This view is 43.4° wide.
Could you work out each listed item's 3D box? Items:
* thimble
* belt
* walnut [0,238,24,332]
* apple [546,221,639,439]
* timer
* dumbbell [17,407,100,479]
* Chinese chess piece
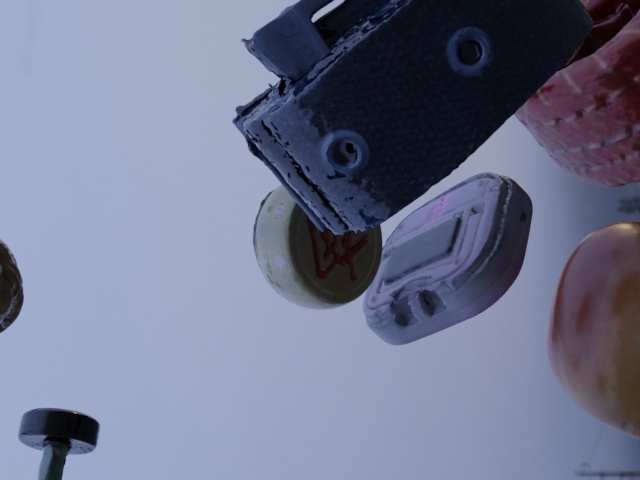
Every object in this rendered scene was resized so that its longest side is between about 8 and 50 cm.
[{"bbox_3d":[0.471,-0.269,1.259,0.230,0.350,0.350,42,-140,-21],"label":"thimble"},{"bbox_3d":[0.053,-0.115,0.482,0.128,0.218,0.122,52,168,-13],"label":"belt"},{"bbox_3d":[-0.716,0.102,1.593,0.224,0.257,0.257,-102,-10,-53],"label":"walnut"},{"bbox_3d":[0.289,0.083,0.720,0.199,0.199,0.199,-6,-90,-67],"label":"apple"},{"bbox_3d":[0.138,0.018,0.901,0.069,0.208,0.190,43,-136,-19],"label":"timer"},{"bbox_3d":[-0.337,0.311,0.990,0.100,0.100,0.191,48,-141,-54],"label":"dumbbell"},{"bbox_3d":[0.000,0.000,0.705,0.122,0.051,0.122,5,-98,-40],"label":"Chinese chess piece"}]
